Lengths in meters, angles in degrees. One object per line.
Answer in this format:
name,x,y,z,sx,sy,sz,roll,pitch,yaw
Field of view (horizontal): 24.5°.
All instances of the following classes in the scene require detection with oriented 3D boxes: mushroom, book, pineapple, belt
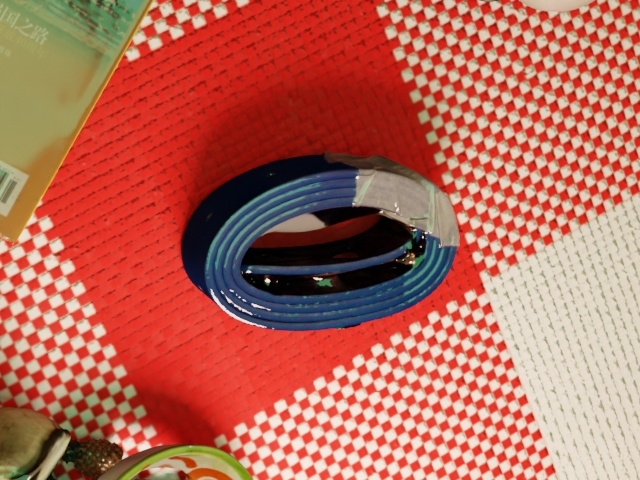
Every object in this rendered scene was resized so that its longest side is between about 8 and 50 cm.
mushroom,-0.418,0.290,1.739,0.164,0.189,0.267,28,134,-2
book,-0.382,-0.214,1.733,0.262,0.028,0.374,30,89,-25
pineapple,-0.312,0.262,1.853,0.124,0.058,0.058,26,90,-21
belt,0.000,0.000,1.895,0.347,0.117,0.212,-8,105,-20

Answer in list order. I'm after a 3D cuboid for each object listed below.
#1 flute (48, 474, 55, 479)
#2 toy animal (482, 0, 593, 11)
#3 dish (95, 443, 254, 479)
flute,-0.293,0.394,1.909,0.014,0.014,0.269,-35,113,-13
toy animal,0.255,-0.400,1.810,0.251,0.310,0.251,-5,102,-23
dish,-0.225,0.402,1.864,0.324,0.124,0.324,-12,107,-44
